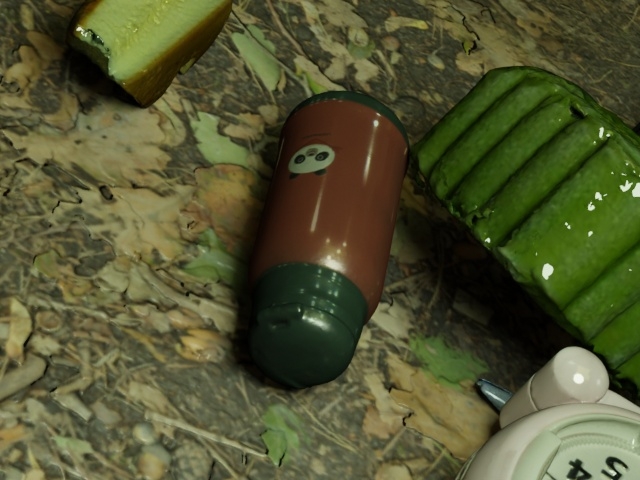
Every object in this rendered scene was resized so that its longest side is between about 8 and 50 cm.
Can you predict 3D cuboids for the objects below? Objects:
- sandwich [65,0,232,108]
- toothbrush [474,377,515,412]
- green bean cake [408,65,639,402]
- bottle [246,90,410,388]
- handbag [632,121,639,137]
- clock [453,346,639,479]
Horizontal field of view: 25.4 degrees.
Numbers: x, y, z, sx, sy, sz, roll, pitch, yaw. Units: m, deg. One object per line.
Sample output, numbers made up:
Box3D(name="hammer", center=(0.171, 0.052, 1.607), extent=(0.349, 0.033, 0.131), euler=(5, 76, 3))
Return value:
Box3D(name="sandwich", center=(-0.200, -0.223, 1.525), extent=(0.122, 0.128, 0.235), euler=(39, 42, -1))
Box3D(name="toothbrush", center=(0.338, 0.256, 1.492), extent=(0.413, 0.042, 0.035), euler=(31, 41, -2))
Box3D(name="green bean cake", center=(0.289, -0.016, 1.466), extent=(0.319, 0.218, 0.335), euler=(40, 6, -38))
Box3D(name="bottle", center=(0.000, 0.000, 1.434), extent=(0.144, 0.144, 0.336), euler=(26, 43, -11))
Box3D(name="handbag", center=(0.501, -0.048, 1.786), extent=(0.275, 0.178, 0.302), euler=(31, 37, 19))
Box3D(name="clock", center=(0.245, 0.302, 1.284), extent=(0.342, 0.184, 0.326), euler=(34, 45, 6))
